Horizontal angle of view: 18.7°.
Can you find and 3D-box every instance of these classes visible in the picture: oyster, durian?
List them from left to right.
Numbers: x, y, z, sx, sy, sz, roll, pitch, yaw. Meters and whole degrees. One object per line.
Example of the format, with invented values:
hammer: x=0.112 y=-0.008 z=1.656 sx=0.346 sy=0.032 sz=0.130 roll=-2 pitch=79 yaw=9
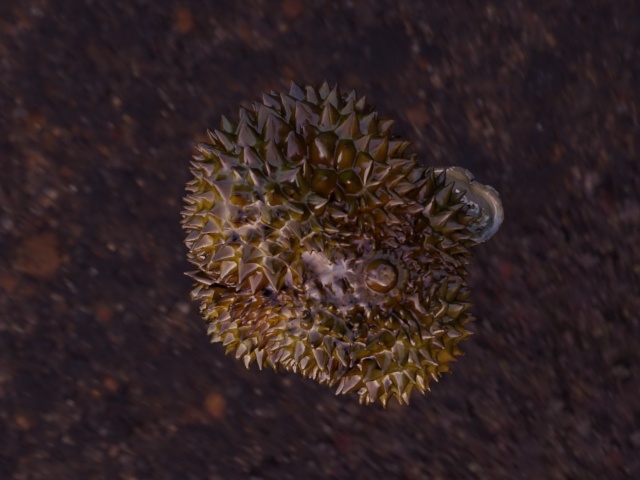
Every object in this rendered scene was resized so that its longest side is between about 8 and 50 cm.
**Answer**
durian: x=0.000 y=0.000 z=0.948 sx=0.137 sy=0.168 sz=0.158 roll=-16 pitch=105 yaw=-25
oyster: x=0.056 y=-0.002 z=1.040 sx=0.083 sy=0.038 sz=0.081 roll=23 pitch=80 yaw=27
